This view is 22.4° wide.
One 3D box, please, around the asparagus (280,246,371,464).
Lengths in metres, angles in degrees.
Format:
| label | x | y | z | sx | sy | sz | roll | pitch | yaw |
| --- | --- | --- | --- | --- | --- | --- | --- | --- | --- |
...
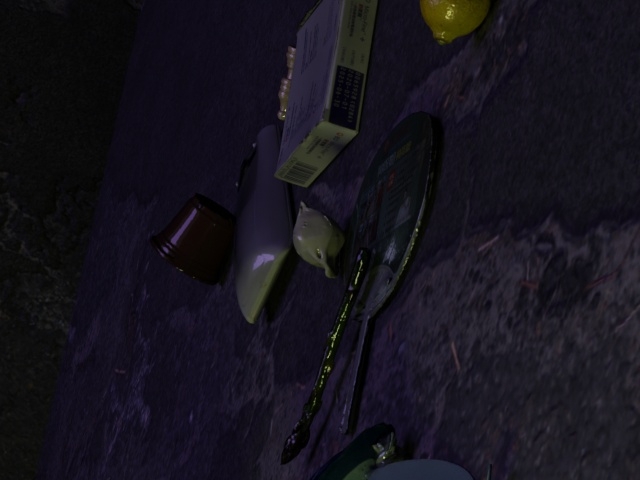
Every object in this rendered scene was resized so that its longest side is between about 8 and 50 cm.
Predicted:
| label | x | y | z | sx | sy | sz | roll | pitch | yaw |
| --- | --- | --- | --- | --- | --- | --- | --- | --- | --- |
| asparagus | 0.005 | 0.113 | 1.523 | 0.023 | 0.022 | 0.232 | 36 | 112 | 46 |

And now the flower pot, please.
| label | x | y | z | sx | sy | sz | roll | pitch | yaw |
| --- | --- | --- | --- | --- | --- | --- | --- | --- | --- |
| flower pot | -0.159 | -0.007 | 2.148 | 0.089 | 0.111 | 0.111 | -55 | 18 | 9 |

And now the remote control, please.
| label | x | y | z | sx | sy | sz | roll | pitch | yaw |
| --- | --- | --- | --- | --- | --- | --- | --- | --- | --- |
| remote control | -0.079 | -0.028 | 1.942 | 0.313 | 0.055 | 0.109 | -98 | 28 | -57 |

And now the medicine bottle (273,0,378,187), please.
| label | x | y | z | sx | sy | sz | roll | pitch | yaw |
| --- | --- | --- | --- | --- | --- | --- | --- | --- | --- |
| medicine bottle | 0.004 | -0.181 | 1.812 | 0.171 | 0.052 | 0.201 | 134 | 148 | -60 |

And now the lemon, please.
| label | x | y | z | sx | sy | sz | roll | pitch | yaw |
| --- | --- | --- | --- | --- | --- | --- | --- | --- | --- |
| lemon | 0.118 | -0.211 | 1.416 | 0.062 | 0.062 | 0.083 | -164 | 90 | -75 |

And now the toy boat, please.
| label | x | y | z | sx | sy | sz | roll | pitch | yaw |
| --- | --- | --- | --- | --- | --- | --- | --- | --- | --- |
| toy boat | 0.028 | 0.237 | 1.197 | 0.210 | 0.070 | 0.291 | -54 | 17 | -8 |

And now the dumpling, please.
| label | x | y | z | sx | sy | sz | roll | pitch | yaw |
| --- | --- | --- | --- | --- | --- | --- | --- | --- | --- |
| dumpling | -0.002 | 0.001 | 1.629 | 0.052 | 0.076 | 0.057 | -46 | -28 | -17 |

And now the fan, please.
| label | x | y | z | sx | sy | sz | roll | pitch | yaw |
| --- | --- | --- | --- | --- | --- | --- | --- | --- | --- |
| fan | 0.047 | 0.014 | 1.530 | 0.223 | 0.012 | 0.294 | -131 | 58 | -72 |

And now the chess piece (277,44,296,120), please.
| label | x | y | z | sx | sy | sz | roll | pitch | yaw |
| --- | --- | --- | --- | --- | --- | --- | --- | --- | --- |
| chess piece | -0.035 | -0.194 | 2.004 | 0.035 | 0.035 | 0.092 | -125 | 49 | -71 |
